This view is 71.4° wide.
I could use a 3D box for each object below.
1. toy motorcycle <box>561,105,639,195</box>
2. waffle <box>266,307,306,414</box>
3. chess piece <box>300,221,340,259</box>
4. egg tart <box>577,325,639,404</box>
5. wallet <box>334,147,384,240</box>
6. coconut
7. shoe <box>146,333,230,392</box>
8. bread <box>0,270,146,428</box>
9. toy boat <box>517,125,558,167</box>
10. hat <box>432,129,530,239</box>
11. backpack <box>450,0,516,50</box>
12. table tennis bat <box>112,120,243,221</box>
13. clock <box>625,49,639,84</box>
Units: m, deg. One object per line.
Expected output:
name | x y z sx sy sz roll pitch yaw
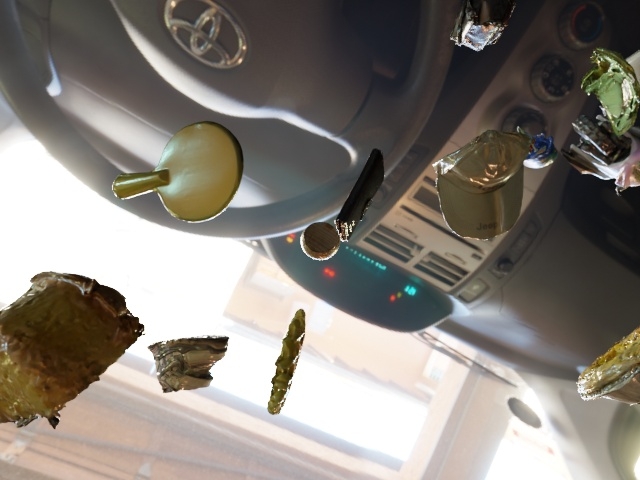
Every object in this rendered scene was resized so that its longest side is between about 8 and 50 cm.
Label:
toy motorcycle | 0.663 -0.193 1.001 0.188 0.143 0.327 48 -152 24
waffle | -0.081 0.304 1.128 0.056 0.261 0.250 12 148 1
chess piece | 0.000 0.000 0.943 0.083 0.084 0.038 25 153 11
egg tart | 0.582 0.226 0.814 0.094 0.234 0.234 49 -176 25
wallet | 0.146 -0.152 1.569 0.045 0.318 0.172 21 157 23
coconut | 0.526 -0.277 0.802 0.133 0.055 0.158 -81 -31 -61
shoe | -0.221 0.205 0.736 0.180 0.092 0.089 -16 166 38
bread | -0.353 0.127 0.563 0.260 0.160 0.147 -19 110 40
toy boat | 0.497 -0.225 1.051 0.110 0.091 0.175 43 -164 -8
hat | 0.381 -0.119 0.993 0.214 0.245 0.149 -14 -175 5
backpack | 0.356 -0.497 0.939 0.106 0.165 0.120 23 178 0
table tennis bat | -0.330 -0.144 1.019 0.368 0.224 0.054 -7 172 24
clock | 0.668 -0.359 0.819 0.083 0.230 0.230 57 175 4
